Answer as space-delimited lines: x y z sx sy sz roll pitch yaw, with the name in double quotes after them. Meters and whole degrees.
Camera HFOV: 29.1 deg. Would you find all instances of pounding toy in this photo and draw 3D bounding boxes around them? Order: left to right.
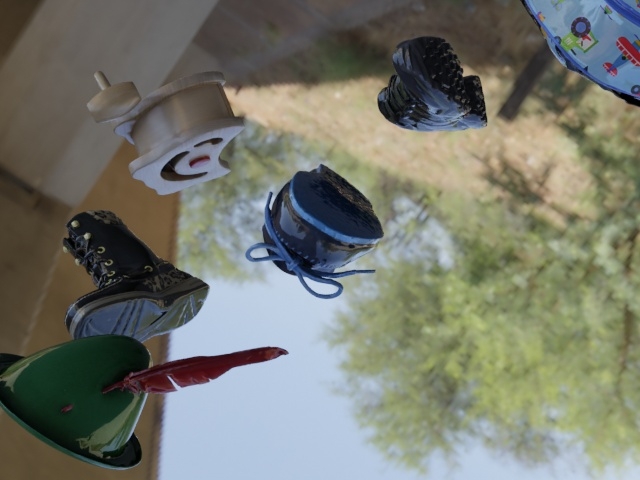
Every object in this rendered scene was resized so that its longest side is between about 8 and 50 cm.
-0.185 -0.168 1.545 0.269 0.154 0.155 47 -160 -79 "pounding toy"

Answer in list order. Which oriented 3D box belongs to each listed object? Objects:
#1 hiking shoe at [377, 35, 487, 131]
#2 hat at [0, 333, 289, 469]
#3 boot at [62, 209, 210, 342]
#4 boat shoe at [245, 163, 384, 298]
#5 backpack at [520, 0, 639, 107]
0.113 -0.162 1.408 0.227 0.114 0.086 26 -128 -63 "hiking shoe"
-0.192 0.104 1.209 0.208 0.183 0.173 28 -168 -45 "hat"
-0.264 0.045 1.495 0.178 0.085 0.236 38 -156 21 "boot"
0.000 0.000 1.046 0.109 0.089 0.258 39 -171 4 "boat shoe"
0.206 -0.148 0.728 0.173 0.117 0.158 11 -137 -28 "backpack"
